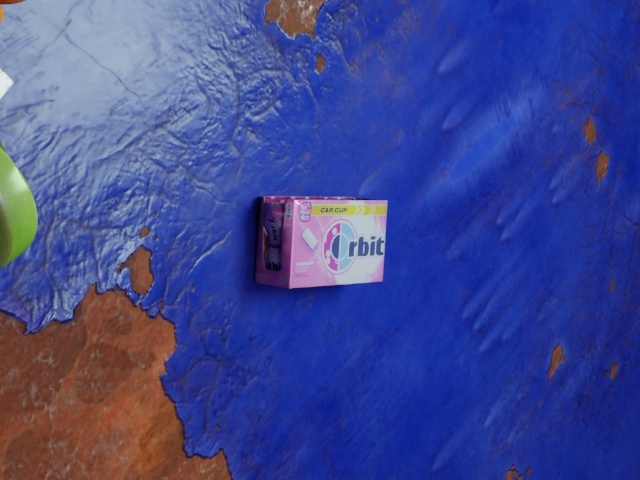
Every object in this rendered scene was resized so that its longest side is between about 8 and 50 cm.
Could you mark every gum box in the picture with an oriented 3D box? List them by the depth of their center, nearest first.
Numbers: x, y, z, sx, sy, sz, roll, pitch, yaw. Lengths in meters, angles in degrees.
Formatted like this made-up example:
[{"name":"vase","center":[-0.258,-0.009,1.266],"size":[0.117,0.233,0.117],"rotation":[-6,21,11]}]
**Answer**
[{"name":"gum box","center":[0.000,0.000,1.380],"size":[0.188,0.062,0.107],"rotation":[-2,97,-48]}]

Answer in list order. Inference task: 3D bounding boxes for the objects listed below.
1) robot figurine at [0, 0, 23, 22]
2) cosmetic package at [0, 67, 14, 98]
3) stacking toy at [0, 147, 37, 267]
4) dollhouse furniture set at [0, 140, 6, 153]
[{"name":"robot figurine","center":[-0.312,-0.277,0.944],"size":[0.219,0.158,0.128],"rotation":[7,126,-48]},{"name":"cosmetic package","center":[-0.340,-0.163,0.995],"size":[0.115,0.041,0.060],"rotation":[51,60,-40]},{"name":"stacking toy","center":[-0.369,-0.055,0.772],"size":[0.130,0.280,0.309],"rotation":[-56,139,-43]},{"name":"dollhouse furniture set","center":[-0.337,-0.030,0.996],"size":[0.151,0.076,0.058],"rotation":[-51,133,-43]}]
